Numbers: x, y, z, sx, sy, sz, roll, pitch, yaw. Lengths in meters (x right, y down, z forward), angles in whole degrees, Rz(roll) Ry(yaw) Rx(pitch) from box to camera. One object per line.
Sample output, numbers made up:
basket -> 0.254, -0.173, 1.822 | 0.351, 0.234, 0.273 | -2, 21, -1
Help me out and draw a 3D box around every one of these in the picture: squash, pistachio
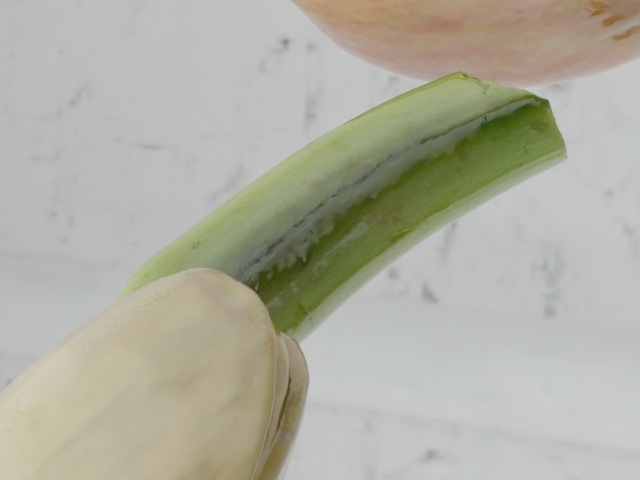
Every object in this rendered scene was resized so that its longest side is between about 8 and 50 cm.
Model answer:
squash -> 0.000, 0.000, 0.921 | 0.250, 0.083, 0.083 | -35, -46, -3
pistachio -> -0.080, 0.107, 0.756 | 0.200, 0.145, 0.117 | -40, -46, -14

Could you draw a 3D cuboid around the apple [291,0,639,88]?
apple -> 0.115, -0.286, 1.271 | 0.391, 0.346, 0.391 | -13, -90, -69
